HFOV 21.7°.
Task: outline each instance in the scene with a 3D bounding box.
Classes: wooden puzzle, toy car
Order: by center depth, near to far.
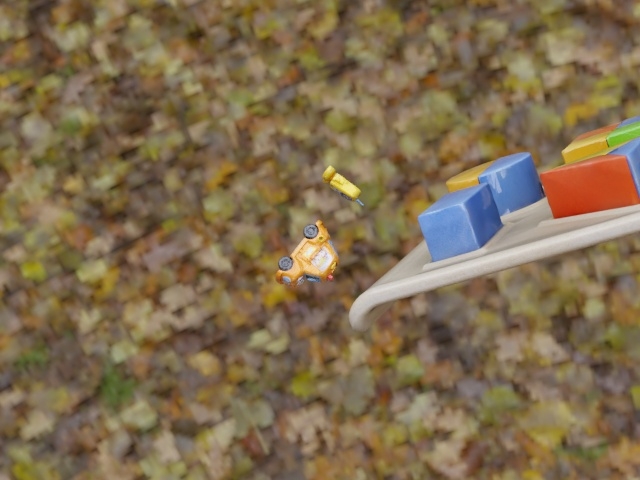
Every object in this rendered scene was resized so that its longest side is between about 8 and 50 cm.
[{"bbox_3d":[0.000,0.000,1.246,0.040,0.122,0.060,37,64,10],"label":"toy car"},{"bbox_3d":[0.210,-0.041,1.568,0.348,0.080,0.322,-22,6,23],"label":"wooden puzzle"}]
